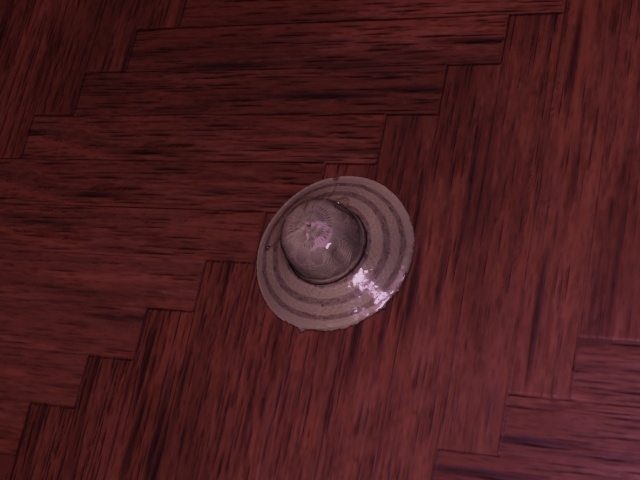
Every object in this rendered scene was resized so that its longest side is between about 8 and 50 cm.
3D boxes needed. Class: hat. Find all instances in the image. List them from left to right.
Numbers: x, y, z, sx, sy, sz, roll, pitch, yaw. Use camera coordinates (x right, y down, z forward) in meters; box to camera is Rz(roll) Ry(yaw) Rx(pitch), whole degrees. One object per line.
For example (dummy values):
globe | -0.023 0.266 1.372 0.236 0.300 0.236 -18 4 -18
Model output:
hat | 0.000 0.000 1.741 0.252 0.110 0.252 -9 64 19
